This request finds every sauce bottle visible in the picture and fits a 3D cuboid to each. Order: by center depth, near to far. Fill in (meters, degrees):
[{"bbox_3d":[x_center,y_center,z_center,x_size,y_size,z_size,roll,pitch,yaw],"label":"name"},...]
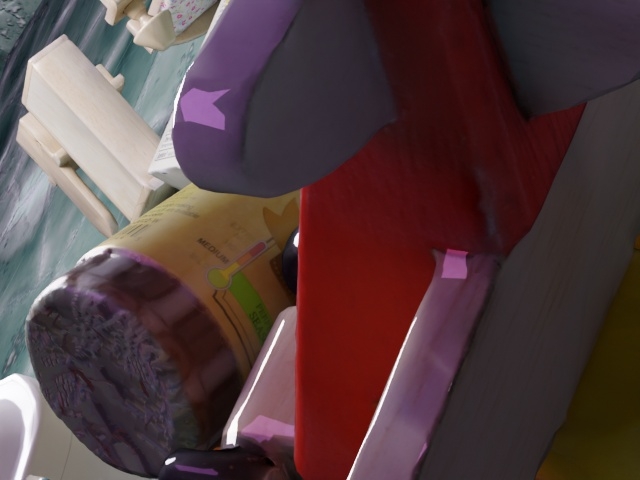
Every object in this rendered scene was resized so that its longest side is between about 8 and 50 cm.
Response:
[{"bbox_3d":[0.010,-0.016,0.886,0.344,0.111,0.111,-38,0,-37],"label":"sauce bottle"}]

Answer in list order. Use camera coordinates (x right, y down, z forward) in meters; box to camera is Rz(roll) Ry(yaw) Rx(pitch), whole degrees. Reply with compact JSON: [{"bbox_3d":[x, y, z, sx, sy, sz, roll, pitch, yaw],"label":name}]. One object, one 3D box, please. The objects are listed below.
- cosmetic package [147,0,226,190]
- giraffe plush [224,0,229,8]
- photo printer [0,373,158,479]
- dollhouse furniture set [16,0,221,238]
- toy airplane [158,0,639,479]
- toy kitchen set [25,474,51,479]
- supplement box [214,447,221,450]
[{"bbox_3d":[-0.008,-0.170,1.348,0.309,0.113,0.160,-66,18,-8],"label":"cosmetic package"},{"bbox_3d":[0.059,-0.151,1.071,0.170,0.181,0.210,-128,47,-57],"label":"giraffe plush"},{"bbox_3d":[-0.141,0.243,0.959,0.107,0.256,0.307,-13,47,29],"label":"photo printer"},{"bbox_3d":[-0.103,-0.188,1.754,0.355,0.174,0.303,-40,-5,-23],"label":"dollhouse furniture set"},{"bbox_3d":[0.087,0.016,0.589,0.384,0.272,0.386,-28,-41,-72],"label":"toy airplane"},{"bbox_3d":[-0.032,0.120,0.859,0.207,0.166,0.122,-50,15,-17],"label":"toy kitchen set"},{"bbox_3d":[-0.051,0.085,1.184,0.080,0.078,0.233,-61,19,11],"label":"supplement box"}]
